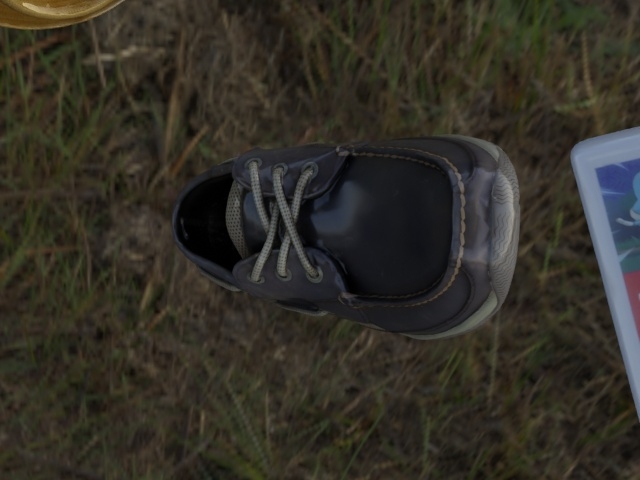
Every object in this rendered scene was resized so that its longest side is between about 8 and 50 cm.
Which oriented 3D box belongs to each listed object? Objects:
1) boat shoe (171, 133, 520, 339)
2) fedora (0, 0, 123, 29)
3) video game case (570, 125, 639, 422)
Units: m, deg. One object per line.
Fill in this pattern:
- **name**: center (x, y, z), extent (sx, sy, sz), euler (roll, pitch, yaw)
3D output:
- **boat shoe**: center (0.000, 0.000, 0.950), extent (0.130, 0.355, 0.132), euler (0, 87, -26)
- **fedora**: center (-0.154, -0.182, 0.792), extent (0.194, 0.194, 0.079), euler (-14, 44, -15)
- **video game case**: center (0.205, 0.031, 0.495), extent (0.201, 0.023, 0.183), euler (-13, 101, 20)
